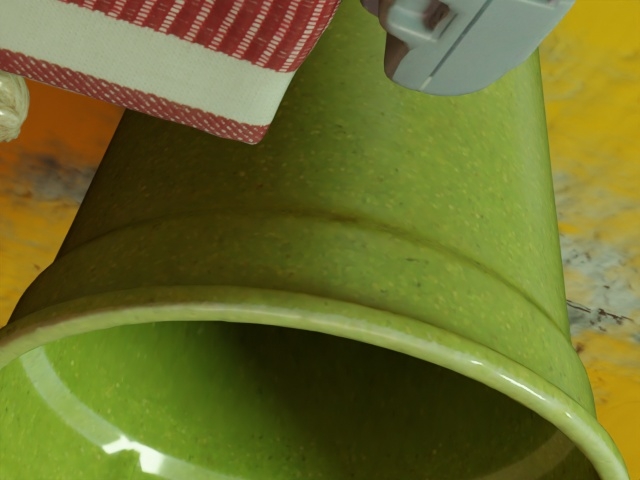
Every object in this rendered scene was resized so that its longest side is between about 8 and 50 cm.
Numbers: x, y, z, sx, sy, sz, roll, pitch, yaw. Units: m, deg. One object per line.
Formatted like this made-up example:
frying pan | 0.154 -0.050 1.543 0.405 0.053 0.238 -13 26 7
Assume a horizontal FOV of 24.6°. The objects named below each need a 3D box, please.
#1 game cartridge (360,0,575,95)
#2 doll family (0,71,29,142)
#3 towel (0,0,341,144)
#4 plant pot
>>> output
game cartridge | 0.094 -0.196 0.403 0.060 0.196 0.294 13 147 -18
doll family | -0.129 -0.126 0.571 0.163 0.263 0.118 24 110 -4
towel | -0.065 -0.173 0.360 0.237 0.037 0.329 17 135 -14
plant pot | 0.000 0.000 0.656 0.276 0.253 0.276 6 146 4
